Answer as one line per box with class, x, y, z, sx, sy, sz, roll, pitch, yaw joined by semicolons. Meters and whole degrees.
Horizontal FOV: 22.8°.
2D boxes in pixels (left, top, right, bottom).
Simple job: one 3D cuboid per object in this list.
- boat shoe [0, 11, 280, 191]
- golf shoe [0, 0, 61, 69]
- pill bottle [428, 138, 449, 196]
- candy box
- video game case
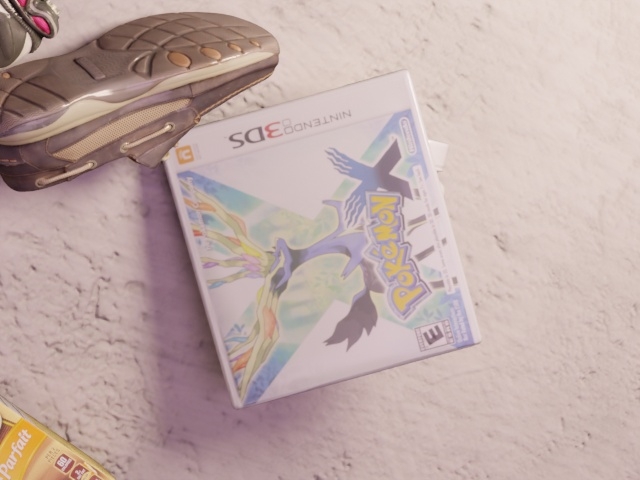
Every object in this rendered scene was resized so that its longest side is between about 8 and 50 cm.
boat shoe;-0.211;-0.153;1.756;0.355;0.132;0.130;-19;133;-22
golf shoe;-0.390;-0.294;1.646;0.120;0.105;0.273;-39;113;-5
pill bottle;0.081;-0.026;1.898;0.119;0.119;0.208;12;95;-26
candy box;-0.385;0.259;1.734;0.183;0.087;0.316;-53;126;-7
video game case;0.000;0.000;1.822;0.300;0.036;0.329;-15;95;1
